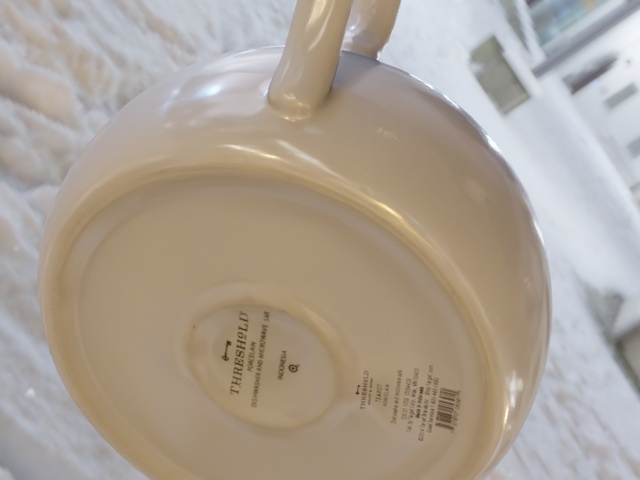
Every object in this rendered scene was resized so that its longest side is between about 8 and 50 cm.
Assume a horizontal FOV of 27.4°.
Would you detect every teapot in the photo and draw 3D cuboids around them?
[{"bbox_3d":[0.000,0.000,0.634,0.252,0.256,0.187,49,36,-17],"label":"teapot"}]
